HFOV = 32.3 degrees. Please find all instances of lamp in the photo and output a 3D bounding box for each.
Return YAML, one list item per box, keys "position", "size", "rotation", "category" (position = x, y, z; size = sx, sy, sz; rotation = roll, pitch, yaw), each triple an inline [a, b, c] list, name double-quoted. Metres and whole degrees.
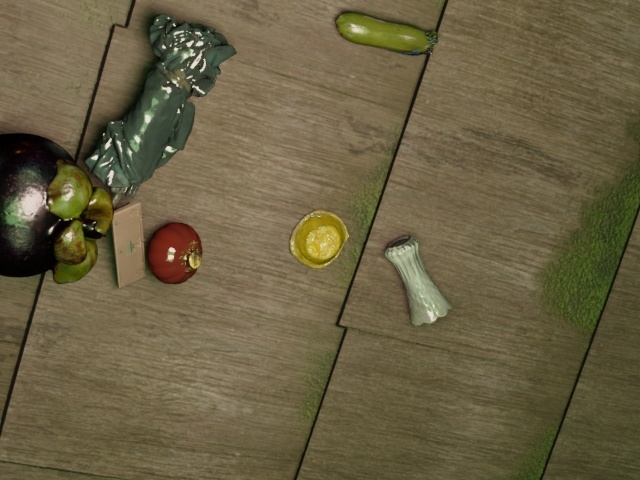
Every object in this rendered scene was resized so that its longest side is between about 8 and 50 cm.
- position: [-0.232, 0.020, 1.763]
  size: [0.101, 0.090, 0.101]
  rotation: [-33, 129, -51]
  category: "lamp"

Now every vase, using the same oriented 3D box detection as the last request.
- position: [0.163, 0.065, 1.911]
  size: [0.081, 0.081, 0.148]
  rotation: [-29, 108, -8]
  category: "vase"

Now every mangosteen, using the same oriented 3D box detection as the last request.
- position: [-0.420, -0.045, 1.608]
  size: [0.243, 0.243, 0.243]
  rotation: [-5, 107, -16]
  category: "mangosteen"

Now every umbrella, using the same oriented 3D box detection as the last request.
- position: [-0.262, -0.178, 1.693]
  size: [0.143, 0.094, 0.348]
  rotation: [23, 100, -29]
  category: "umbrella"

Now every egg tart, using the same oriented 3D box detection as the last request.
- position: [0.000, 0.000, 1.859]
  size: [0.105, 0.039, 0.105]
  rotation: [-4, 105, -15]
  category: "egg tart"

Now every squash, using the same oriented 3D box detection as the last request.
- position: [0.109, -0.332, 1.793]
  size: [0.183, 0.052, 0.052]
  rotation: [9, 102, -23]
  category: "squash"

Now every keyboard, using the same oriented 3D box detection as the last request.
- position: [-0.300, 0.006, 1.729]
  size: [0.055, 0.017, 0.166]
  rotation: [-26, 143, -27]
  category: "keyboard"
